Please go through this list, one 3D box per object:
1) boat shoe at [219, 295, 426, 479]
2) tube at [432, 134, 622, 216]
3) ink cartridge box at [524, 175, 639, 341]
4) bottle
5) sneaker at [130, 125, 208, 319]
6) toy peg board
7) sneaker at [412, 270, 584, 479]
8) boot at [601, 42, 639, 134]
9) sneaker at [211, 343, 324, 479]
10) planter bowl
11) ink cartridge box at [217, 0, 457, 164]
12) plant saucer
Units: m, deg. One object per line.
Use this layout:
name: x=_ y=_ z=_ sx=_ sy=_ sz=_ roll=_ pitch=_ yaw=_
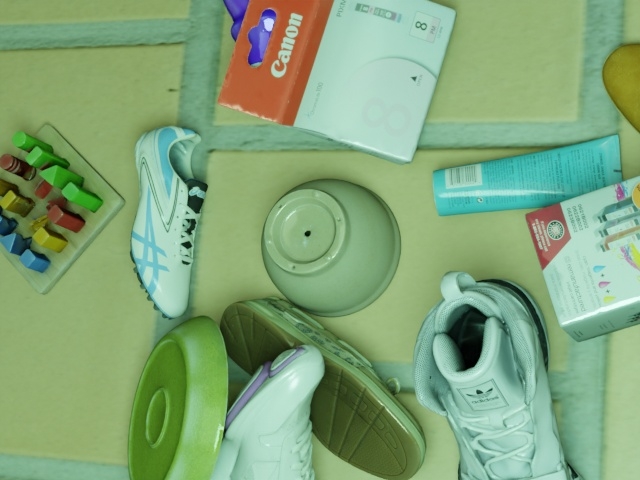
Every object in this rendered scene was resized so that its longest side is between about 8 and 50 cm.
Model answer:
boat shoe: x=0.015 y=0.151 z=1.418 sx=0.285 sy=0.089 sz=0.104 roll=40 pitch=124 yaw=23
tube: x=0.229 y=-0.066 z=1.422 sx=0.207 sy=0.052 sz=0.080 roll=-7 pitch=81 yaw=13
ink cartridge box: x=0.322 y=0.014 z=1.325 sx=0.176 sy=0.127 sz=0.128 roll=-19 pitch=72 yaw=14
bottle: x=-0.064 y=-0.319 z=1.556 sx=0.118 sy=0.092 sz=0.283 roll=-5 pitch=76 yaw=18
sneaker: x=-0.177 y=-0.025 z=1.536 sx=0.086 sy=0.085 sz=0.237 roll=-9 pitch=76 yaw=23
toy peg board: x=-0.362 y=-0.048 z=1.611 sx=0.160 sy=0.079 sz=0.161 roll=-48 pitch=67 yaw=4
sneaker: x=0.178 y=0.203 z=1.289 sx=0.137 sy=0.210 sz=0.366 roll=-13 pitch=74 yaw=17
boot: x=0.389 y=-0.137 z=1.287 sx=0.104 sy=0.211 sz=0.295 roll=-47 pitch=65 yaw=5
sneaker: x=-0.043 y=0.239 z=1.382 sx=0.152 sy=0.114 sz=0.305 roll=30 pitch=122 yaw=6
planter bowl: x=0.000 y=0.000 z=1.454 sx=0.162 sy=0.109 sz=0.162 roll=-4 pitch=77 yaw=18
ink cartridge box: x=0.020 y=-0.209 z=1.474 sx=0.232 sy=0.066 sz=0.189 roll=18 pitch=84 yaw=-9
plant saucer: x=-0.167 y=0.199 z=1.425 sx=0.241 sy=0.037 sz=0.241 roll=-42 pitch=41 yaw=52
